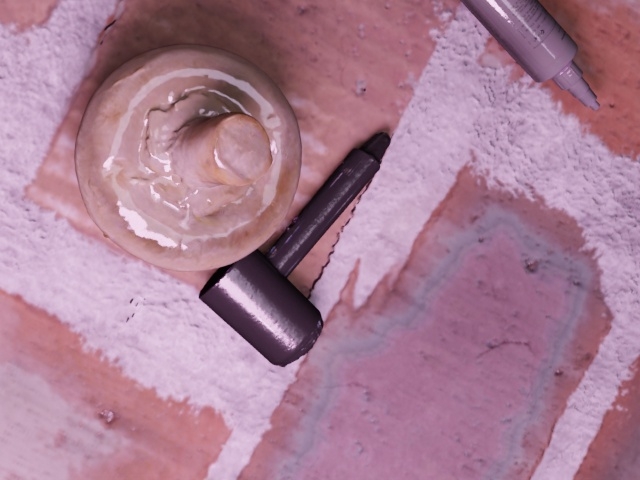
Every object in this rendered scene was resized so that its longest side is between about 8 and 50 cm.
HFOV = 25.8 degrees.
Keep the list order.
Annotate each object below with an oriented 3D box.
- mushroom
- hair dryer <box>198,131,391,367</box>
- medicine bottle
[{"bbox_3d":[-0.106,-0.073,1.231,0.207,0.215,0.207,-1,92,-22],"label":"mushroom"},{"bbox_3d":[-0.001,-0.001,1.361,0.114,0.070,0.248,45,72,-15],"label":"hair dryer"},{"bbox_3d":[0.216,-0.202,1.408,0.199,0.058,0.057,43,81,-17],"label":"medicine bottle"}]
